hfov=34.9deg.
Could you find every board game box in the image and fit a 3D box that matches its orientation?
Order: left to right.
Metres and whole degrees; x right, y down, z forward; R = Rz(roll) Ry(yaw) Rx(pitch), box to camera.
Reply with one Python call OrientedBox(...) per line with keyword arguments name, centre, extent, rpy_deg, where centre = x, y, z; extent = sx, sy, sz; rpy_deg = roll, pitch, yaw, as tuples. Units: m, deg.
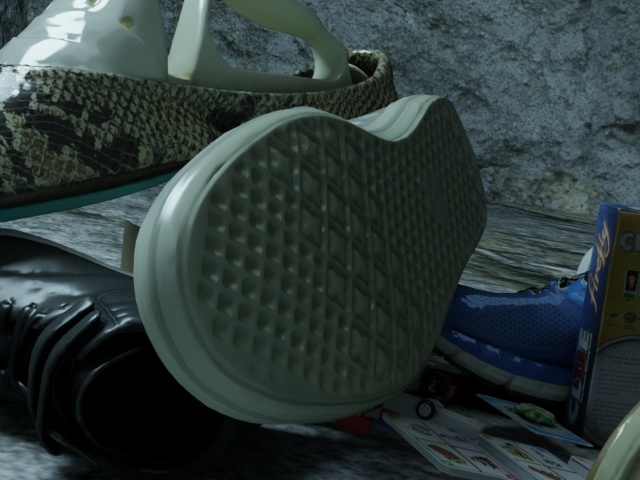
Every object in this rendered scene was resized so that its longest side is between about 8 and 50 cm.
OrientedBox(name="board game box", centre=(0.302, 0.070, 0.696), extent=(0.243, 0.165, 0.042), rpy_deg=(7, 8, -3))

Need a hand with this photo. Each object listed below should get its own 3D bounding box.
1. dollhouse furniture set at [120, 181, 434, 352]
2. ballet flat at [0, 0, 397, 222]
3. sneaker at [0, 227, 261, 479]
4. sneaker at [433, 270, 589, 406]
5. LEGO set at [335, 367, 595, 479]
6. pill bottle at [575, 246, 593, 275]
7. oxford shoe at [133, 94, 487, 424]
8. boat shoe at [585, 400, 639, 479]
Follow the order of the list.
OrientedBox(name="dollhouse furniture set", centre=(-0.054, 0.010, 0.891), extent=(0.261, 0.135, 0.259), rpy_deg=(1, 10, -35))
OrientedBox(name="ballet flat", centre=(-0.107, -0.116, 0.783), extent=(0.164, 0.182, 0.482), rpy_deg=(14, 13, 40))
OrientedBox(name="sneaker", centre=(-0.161, 0.057, 0.574), extent=(0.295, 0.105, 0.147), rpy_deg=(12, 3, 2))
OrientedBox(name="sneaker", centre=(0.223, 0.053, 0.781), extent=(0.329, 0.147, 0.130), rpy_deg=(8, 2, -3))
OrientedBox(name="LEGO set", centre=(0.086, 0.125, 0.624), extent=(0.182, 0.060, 0.244), rpy_deg=(17, 5, -24))
OrientedBox(name="pill bottle", centre=(0.329, 0.056, 0.893), extent=(0.186, 0.112, 0.112), rpy_deg=(-1, 0, 44))
OrientedBox(name="oxford shoe", centre=(0.000, 0.000, 0.630), extent=(0.130, 0.169, 0.449), rpy_deg=(-15, 8, 22))
OrientedBox(name="boat shoe", centre=(0.249, 0.123, 0.500), extent=(0.302, 0.109, 0.098), rpy_deg=(7, 22, -37))
